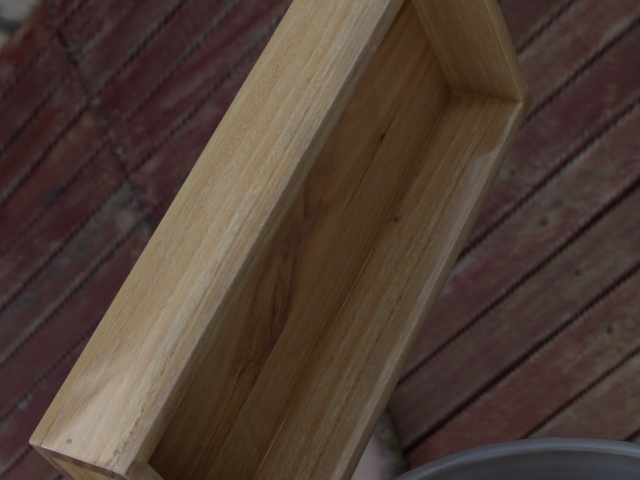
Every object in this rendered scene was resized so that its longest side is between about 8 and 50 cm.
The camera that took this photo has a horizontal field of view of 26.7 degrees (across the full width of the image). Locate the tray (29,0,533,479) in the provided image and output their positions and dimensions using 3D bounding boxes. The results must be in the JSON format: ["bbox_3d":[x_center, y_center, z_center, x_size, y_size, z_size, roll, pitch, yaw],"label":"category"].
[{"bbox_3d":[0.000,0.000,0.823,0.076,0.203,0.411,13,61,32],"label":"tray"}]

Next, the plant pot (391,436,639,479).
[{"bbox_3d":[0.148,0.322,0.784,0.323,0.323,0.280,26,132,39],"label":"plant pot"}]
